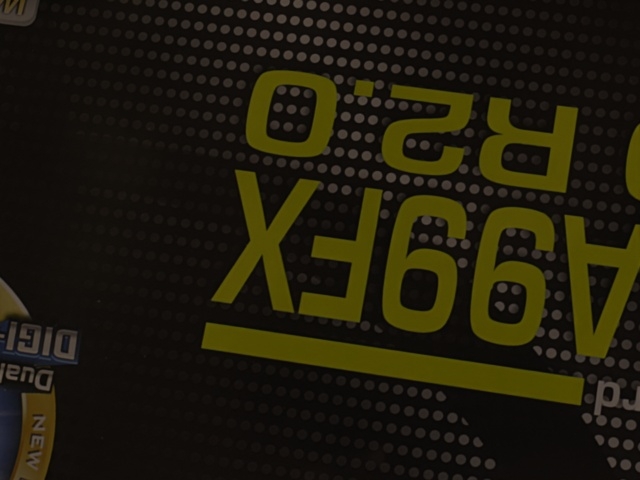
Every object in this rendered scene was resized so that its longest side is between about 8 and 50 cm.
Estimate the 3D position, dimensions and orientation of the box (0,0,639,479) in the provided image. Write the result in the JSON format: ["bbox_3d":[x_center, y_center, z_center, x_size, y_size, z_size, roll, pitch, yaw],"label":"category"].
[{"bbox_3d":[0.000,0.000,0.403,0.270,0.060,0.216,9,-106,9],"label":"box"}]
